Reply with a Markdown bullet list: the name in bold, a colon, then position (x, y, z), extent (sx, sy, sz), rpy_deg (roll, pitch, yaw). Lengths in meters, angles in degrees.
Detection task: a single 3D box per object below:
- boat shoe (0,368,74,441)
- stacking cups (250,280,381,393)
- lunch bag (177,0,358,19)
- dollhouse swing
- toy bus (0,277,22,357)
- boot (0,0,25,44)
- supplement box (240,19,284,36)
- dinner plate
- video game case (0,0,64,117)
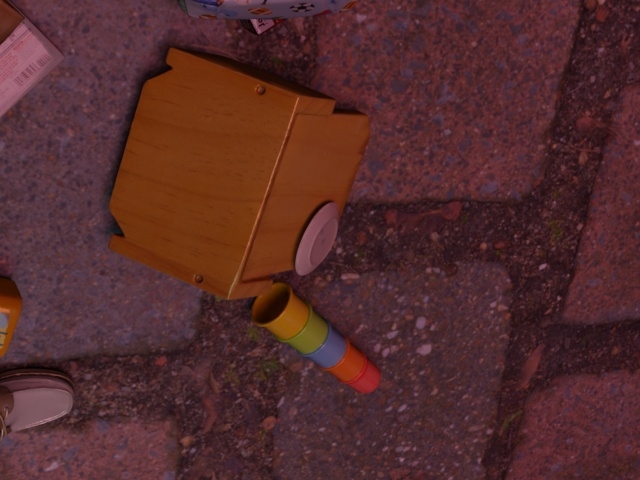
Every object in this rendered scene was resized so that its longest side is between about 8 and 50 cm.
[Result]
- **boat shoe**: position (-0.550, 0.289, 1.630), extent (0.302, 0.103, 0.113), rpy_deg (-7, 116, -24)
- **stacking cups**: position (-0.002, 0.200, 1.877), extent (0.096, 0.096, 0.316), rpy_deg (-45, 128, -1)
- **lunch bag**: position (-0.082, -0.448, 1.435), extent (0.304, 0.115, 0.243), rpy_deg (-3, 84, -8)
- **dollhouse swing**: position (-0.126, -0.120, 1.676), extent (0.315, 0.305, 0.346), rpy_deg (22, 106, 10)
- **toy bus**: position (-0.636, 0.099, 1.493), extent (0.333, 0.108, 0.130), rpy_deg (15, 105, -31)
- **boot**: position (-0.570, -0.271, 1.326), extent (0.269, 0.089, 0.236), rpy_deg (-47, 146, 3)
- **supplement box**: position (-0.039, -0.442, 1.557), extent (0.239, 0.073, 0.130), rpy_deg (-35, 123, -7)
- **dinner plate**: position (0.000, 0.000, 1.734), extent (0.141, 0.017, 0.141), rpy_deg (-50, 154, -35)
- **video game case**: position (-0.514, -0.263, 1.433), extent (0.212, 0.023, 0.193), rpy_deg (-43, 125, -1)
